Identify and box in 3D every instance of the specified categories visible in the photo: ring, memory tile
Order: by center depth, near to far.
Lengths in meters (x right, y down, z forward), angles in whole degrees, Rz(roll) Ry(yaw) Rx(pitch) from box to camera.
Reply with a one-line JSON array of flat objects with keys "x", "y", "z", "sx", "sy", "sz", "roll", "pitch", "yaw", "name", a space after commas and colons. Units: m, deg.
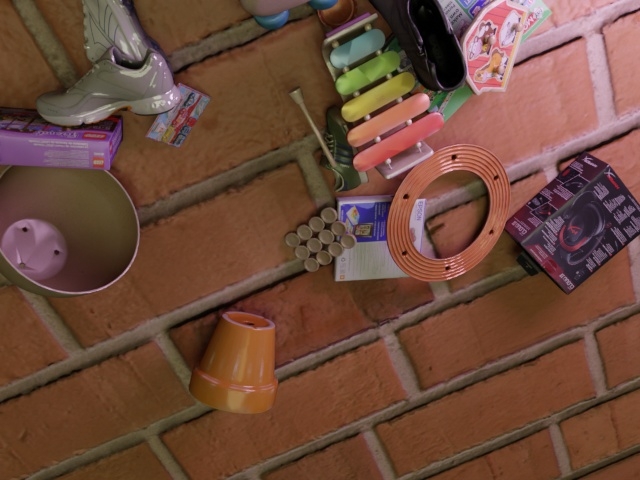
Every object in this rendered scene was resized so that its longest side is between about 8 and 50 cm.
[{"x": 0.000, "y": 0.000, "z": 1.409, "sx": 0.148, "sy": 0.012, "sz": 0.113, "roll": -33, "pitch": 102, "yaw": 24, "name": "memory tile"}, {"x": 0.294, "y": -0.060, "z": 1.423, "sx": 0.336, "sy": 0.032, "sz": 0.337, "roll": -10, "pitch": 116, "yaw": -21, "name": "ring"}]

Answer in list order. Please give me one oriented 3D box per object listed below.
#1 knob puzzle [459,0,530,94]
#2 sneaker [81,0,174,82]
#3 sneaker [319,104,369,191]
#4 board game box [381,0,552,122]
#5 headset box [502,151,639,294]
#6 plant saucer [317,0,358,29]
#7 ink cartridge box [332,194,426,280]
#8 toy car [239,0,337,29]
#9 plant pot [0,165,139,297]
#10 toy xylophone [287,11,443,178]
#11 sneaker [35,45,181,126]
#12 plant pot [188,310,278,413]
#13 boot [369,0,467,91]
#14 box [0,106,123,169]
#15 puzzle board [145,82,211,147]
[{"x": 0.340, "y": -0.378, "z": 1.209, "sx": 0.213, "sy": 0.030, "sz": 0.213, "roll": -25, "pitch": 130, "yaw": -33, "name": "knob puzzle"}, {"x": -0.389, "y": -0.387, "z": 1.137, "sx": 0.129, "sy": 0.111, "sz": 0.297, "roll": -23, "pitch": 116, "yaw": 6, "name": "sneaker"}, {"x": 0.034, "y": -0.187, "z": 1.328, "sx": 0.086, "sy": 0.064, "sz": 0.192, "roll": -27, "pitch": 120, "yaw": -3, "name": "sneaker"}, {"x": 0.290, "y": -0.426, "z": 1.275, "sx": 0.213, "sy": 0.046, "sz": 0.317, "roll": 39, "pitch": 103, "yaw": -24, "name": "board game box"}, {"x": 0.602, "y": -0.028, "z": 1.483, "sx": 0.293, "sy": 0.110, "sz": 0.218, "roll": -45, "pitch": 114, "yaw": 11, "name": "headset box"}, {"x": 0.034, "y": -0.463, "z": 1.228, "sx": 0.083, "sy": 0.013, "sz": 0.084, "roll": -4, "pitch": 116, "yaw": -8, "name": "plant saucer"}, {"x": 0.135, "y": -0.005, "z": 1.443, "sx": 0.208, "sy": 0.045, "sz": 0.206, "roll": -2, "pitch": 115, "yaw": -8, "name": "ink cartridge box"}, {"x": -0.078, "y": -0.543, "z": 1.098, "sx": 0.210, "sy": 0.219, "sz": 0.238, "roll": -21, "pitch": 87, "yaw": 2, "name": "toy car"}, {"x": -0.534, "y": -0.009, "z": 1.221, "sx": 0.191, "sy": 0.284, "sz": 0.284, "roll": -24, "pitch": 124, "yaw": 41, "name": "plant pot"}, {"x": 0.087, "y": -0.267, "z": 1.228, "sx": 0.236, "sy": 0.081, "sz": 0.323, "roll": -36, "pitch": 112, "yaw": 1, "name": "toy xylophone"}, {"x": -0.392, "y": -0.287, "z": 1.114, "sx": 0.262, "sy": 0.099, "sz": 0.121, "roll": -9, "pitch": 129, "yaw": 1, "name": "sneaker"}, {"x": -0.188, "y": 0.274, "z": 1.444, "sx": 0.205, "sy": 0.205, "sz": 0.188, "roll": 11, "pitch": 97, "yaw": -15, "name": "plant pot"}, {"x": 0.168, "y": -0.427, "z": 1.115, "sx": 0.118, "sy": 0.223, "sz": 0.338, "roll": -34, "pitch": 95, "yaw": 12, "name": "boot"}, {"x": -0.529, "y": -0.194, "z": 1.146, "sx": 0.293, "sy": 0.201, "sz": 0.057, "roll": 2, "pitch": 115, "yaw": -12, "name": "box"}, {"x": -0.283, "y": -0.247, "z": 1.239, "sx": 0.128, "sy": 0.011, "sz": 0.096, "roll": -53, "pitch": 154, "yaw": 14, "name": "puzzle board"}]
